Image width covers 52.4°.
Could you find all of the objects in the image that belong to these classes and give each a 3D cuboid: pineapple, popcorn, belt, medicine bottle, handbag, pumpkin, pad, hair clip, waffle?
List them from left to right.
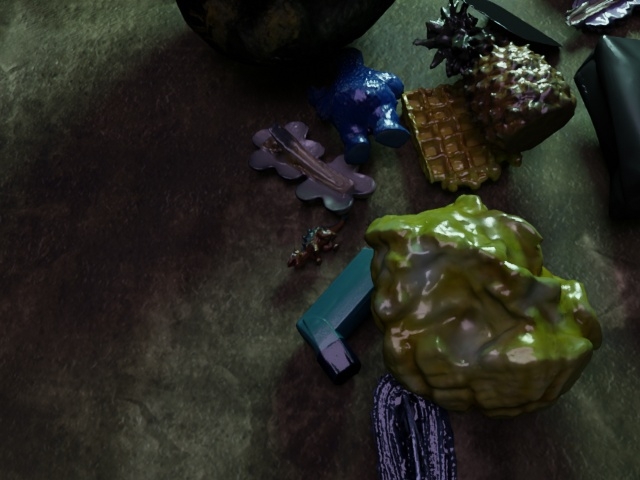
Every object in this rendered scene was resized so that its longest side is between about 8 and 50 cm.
[{"bbox_3d":[-0.055,-0.508,1.199,0.455,0.343,0.454,-12,31,7],"label":"pumpkin"},{"bbox_3d":[-0.021,-0.141,1.196,0.257,0.075,0.146,37,58,14],"label":"hair clip"},{"bbox_3d":[0.067,0.105,1.071,0.124,0.079,0.258,34,74,23],"label":"medicine bottle"},{"bbox_3d":[0.137,0.298,0.951,0.122,0.128,0.218,-8,67,3],"label":"belt"},{"bbox_3d":[0.279,-0.198,1.186,0.219,0.057,0.229,-15,64,0],"label":"waffle"},{"bbox_3d":[0.228,0.099,0.958,0.294,0.292,0.334,-27,72,8],"label":"popcorn"},{"bbox_3d":[0.285,-0.309,1.122,0.169,0.169,0.340,-26,65,-4],"label":"pineapple"},{"bbox_3d":[0.342,-0.407,1.195,0.181,0.267,0.004,43,122,21],"label":"pad"},{"bbox_3d":[0.604,-0.482,1.263,0.292,0.084,0.106,-29,69,0],"label":"hair clip"},{"bbox_3d":[0.608,-0.198,1.105,0.288,0.152,0.342,-2,69,-6],"label":"handbag"}]

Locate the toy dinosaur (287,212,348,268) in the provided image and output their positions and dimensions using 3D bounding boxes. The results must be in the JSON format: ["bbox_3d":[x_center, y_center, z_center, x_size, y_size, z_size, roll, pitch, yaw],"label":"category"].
[{"bbox_3d":[0.000,0.000,1.142,0.055,0.049,0.154,30,61,34],"label":"toy dinosaur"}]

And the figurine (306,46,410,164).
[{"bbox_3d":[0.068,-0.266,1.186,0.164,0.120,0.262,-30,53,3],"label":"figurine"}]
